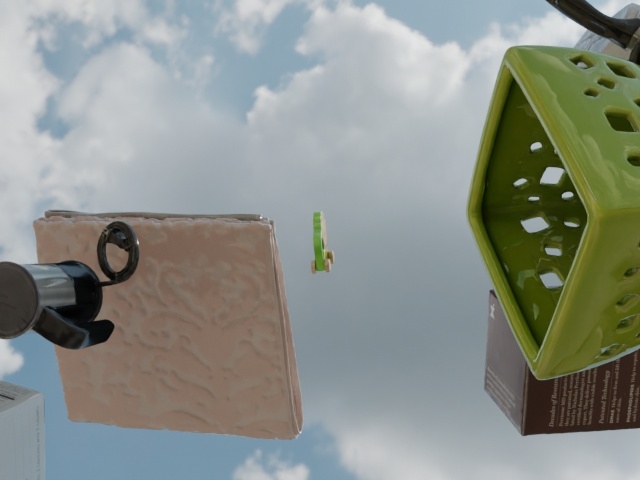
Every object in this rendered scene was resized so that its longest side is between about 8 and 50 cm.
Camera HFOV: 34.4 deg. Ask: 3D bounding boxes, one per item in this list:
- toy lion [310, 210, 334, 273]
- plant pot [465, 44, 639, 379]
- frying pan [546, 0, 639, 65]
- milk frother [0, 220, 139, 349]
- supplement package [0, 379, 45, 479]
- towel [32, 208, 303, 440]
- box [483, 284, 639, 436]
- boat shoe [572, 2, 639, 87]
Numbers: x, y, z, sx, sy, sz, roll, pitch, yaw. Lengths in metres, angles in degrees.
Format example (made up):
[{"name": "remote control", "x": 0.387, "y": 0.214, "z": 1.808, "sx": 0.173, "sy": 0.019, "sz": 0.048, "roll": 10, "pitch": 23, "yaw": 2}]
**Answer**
[{"name": "toy lion", "x": 0.000, "y": 0.000, "z": 1.752, "sx": 0.034, "sy": 0.100, "sz": 0.096, "roll": -6, "pitch": -78, "yaw": 7}, {"name": "plant pot", "x": 0.278, "y": -0.034, "z": 0.951, "sx": 0.207, "sy": 0.227, "sz": 0.228, "roll": -6, "pitch": -42, "yaw": -10}, {"name": "frying pan", "x": 0.355, "y": -0.170, "z": 1.076, "sx": 0.326, "sy": 0.053, "sz": 0.197, "roll": 39, "pitch": -17, "yaw": 38}, {"name": "milk frother", "x": -0.283, "y": 0.040, "z": 1.138, "sx": 0.129, "sy": 0.135, "sz": 0.143, "roll": 15, "pitch": -86, "yaw": 17}, {"name": "supplement package", "x": -0.423, "y": 0.257, "z": 0.984, "sx": 0.198, "sy": 0.263, "sz": 0.199, "roll": 11, "pitch": -73, "yaw": 24}, {"name": "towel", "x": -0.196, "y": 0.111, "z": 1.339, "sx": 0.332, "sy": 0.053, "sz": 0.317, "roll": 2, "pitch": -66, "yaw": 16}, {"name": "box", "x": 0.360, "y": 0.166, "z": 1.483, "sx": 0.203, "sy": 0.168, "sz": 0.167, "roll": -2, "pitch": -74, "yaw": -10}, {"name": "boat shoe", "x": 0.410, "y": -0.234, "z": 1.454, "sx": 0.119, "sy": 0.335, "sz": 0.121, "roll": 35, "pitch": -90, "yaw": -3}]
